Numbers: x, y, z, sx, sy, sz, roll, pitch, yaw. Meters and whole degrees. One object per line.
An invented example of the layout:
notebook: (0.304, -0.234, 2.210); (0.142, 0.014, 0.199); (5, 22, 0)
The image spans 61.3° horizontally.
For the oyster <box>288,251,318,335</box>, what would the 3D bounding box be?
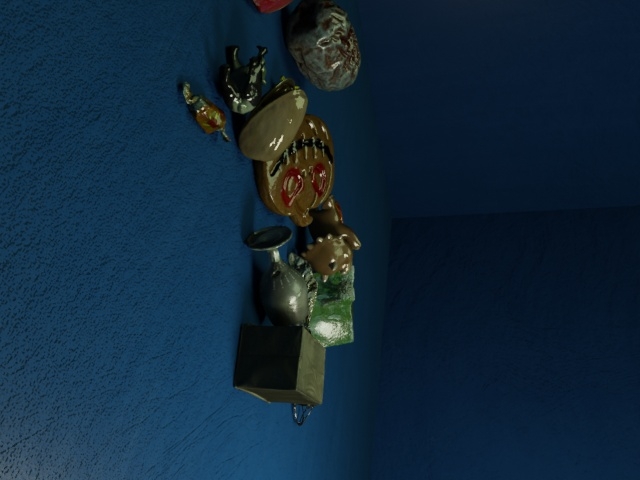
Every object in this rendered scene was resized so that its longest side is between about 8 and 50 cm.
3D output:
oyster: (-0.044, 0.185, 1.613); (0.199, 0.087, 0.252); (-91, 176, -46)

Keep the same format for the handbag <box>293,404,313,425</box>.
handbag: (-0.050, 0.481, 1.606); (0.115, 0.072, 0.139); (37, 65, -74)

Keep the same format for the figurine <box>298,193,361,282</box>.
figurine: (0.004, 0.002, 1.701); (0.173, 0.177, 0.247); (-29, 97, -35)

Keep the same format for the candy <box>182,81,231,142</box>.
candy: (-0.221, -0.249, 1.079); (0.182, 0.046, 0.053); (48, 40, -65)

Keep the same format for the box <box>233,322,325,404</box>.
box: (-0.088, 0.300, 1.297); (0.231, 0.149, 0.155); (61, 31, -61)

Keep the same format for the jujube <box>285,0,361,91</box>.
jujube: (0.013, -0.621, 1.724); (0.317, 0.226, 0.226); (41, 48, -60)

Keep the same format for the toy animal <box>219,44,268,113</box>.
toy animal: (-0.166, -0.370, 1.227); (0.225, 0.093, 0.121); (-90, -179, -54)

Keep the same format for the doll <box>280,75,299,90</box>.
doll: (-0.085, -0.373, 1.564); (0.129, 0.081, 0.207); (-61, 143, -55)

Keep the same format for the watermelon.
watermelon: (0.056, 0.216, 1.870); (0.302, 0.151, 0.264); (-9, 95, -75)

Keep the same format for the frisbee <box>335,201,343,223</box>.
frisbee: (0.057, -0.060, 2.152); (0.192, 0.035, 0.192); (-2, 90, -76)

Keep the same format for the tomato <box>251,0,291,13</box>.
tomato: (-0.102, -0.731, 1.378); (0.309, 0.170, 0.309); (-2, 90, -74)

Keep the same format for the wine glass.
wine glass: (-0.101, 0.092, 1.338); (0.126, 0.126, 0.241); (-68, 150, -58)

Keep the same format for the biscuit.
biscuit: (-0.054, -0.191, 1.503); (0.367, 0.063, 0.314); (-25, 115, -57)

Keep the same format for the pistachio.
pistachio: (-0.113, -0.280, 1.264); (0.131, 0.129, 0.206); (2, 128, -56)
